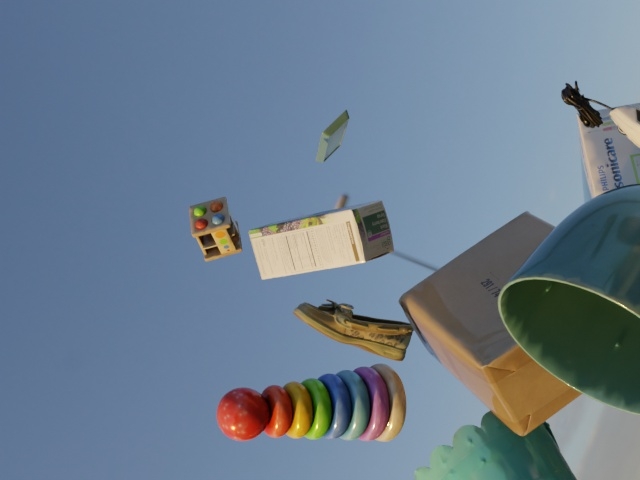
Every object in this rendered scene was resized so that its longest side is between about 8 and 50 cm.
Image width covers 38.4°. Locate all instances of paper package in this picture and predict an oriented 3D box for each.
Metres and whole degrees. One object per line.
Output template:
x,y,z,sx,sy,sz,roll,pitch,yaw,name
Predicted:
0.351,0.128,1.596,0.309,0.325,0.168,-34,-64,-6,paper package

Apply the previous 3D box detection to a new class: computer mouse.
0.402,-0.143,1.178,0.042,0.193,0.106,-60,-31,-1,computer mouse

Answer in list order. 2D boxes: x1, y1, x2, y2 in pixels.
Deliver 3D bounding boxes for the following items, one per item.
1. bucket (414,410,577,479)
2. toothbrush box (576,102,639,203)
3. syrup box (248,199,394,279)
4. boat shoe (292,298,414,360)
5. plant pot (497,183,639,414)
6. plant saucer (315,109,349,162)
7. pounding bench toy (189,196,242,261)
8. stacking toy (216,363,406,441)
0.323,0.448,1.640,0.281,0.183,0.281,-21,-37,-17,bucket
0.542,-0.072,1.652,0.283,0.122,0.206,64,-159,-48,toothbrush box
0.000,0.000,1.581,0.093,0.237,0.096,-20,-84,-51,syrup box
0.073,0.182,2.020,0.285,0.104,0.089,22,-86,-25,boat shoe
0.435,0.065,1.283,0.235,0.293,0.293,-51,-30,-23,plant pot
0.024,-0.198,1.788,0.067,0.018,0.192,-45,-6,-10,plant saucer
-0.142,-0.029,1.219,0.065,0.052,0.083,70,-175,-49,pounding bench toy
-0.021,0.288,1.596,0.330,0.141,0.141,2,-69,-27,stacking toy
